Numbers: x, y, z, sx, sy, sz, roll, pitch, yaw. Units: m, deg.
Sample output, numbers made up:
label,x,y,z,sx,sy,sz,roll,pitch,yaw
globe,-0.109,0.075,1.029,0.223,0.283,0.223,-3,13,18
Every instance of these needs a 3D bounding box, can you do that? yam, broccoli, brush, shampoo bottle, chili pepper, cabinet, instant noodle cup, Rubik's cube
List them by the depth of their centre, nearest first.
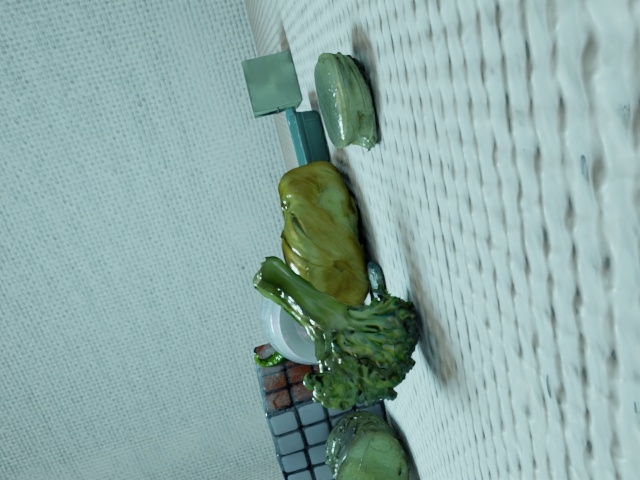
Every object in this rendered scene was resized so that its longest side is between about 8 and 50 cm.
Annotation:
label,x,y,z,sx,sy,sz,roll,pitch,yaw
broccoli,0.006,0.151,0.772,0.177,0.274,0.198,110,179,-58
brush,0.124,0.137,0.998,0.070,0.021,0.196,-123,17,-73
instant noodle cup,-0.029,-0.250,1.275,0.157,0.070,0.179,-128,23,-75
yam,0.117,0.550,1.296,0.271,0.202,0.201,29,-108,-90
shampoo bottle,-0.024,0.204,1.407,0.266,0.273,0.273,169,86,-73
cabinet,-0.148,-0.460,1.546,0.206,0.145,0.150,-132,27,-81
chili pepper,-0.053,0.258,1.569,0.076,0.359,0.085,30,160,41
Rubik's cube,0.003,0.508,1.605,0.344,0.343,0.337,-115,10,-66

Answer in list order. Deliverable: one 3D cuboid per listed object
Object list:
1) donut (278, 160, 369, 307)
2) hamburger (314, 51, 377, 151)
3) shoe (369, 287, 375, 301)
label,x,y,z,sx,sy,sz,roll,pitch,yaw
donut,0.000,0.000,1.127,0.360,0.170,0.360,165,90,-87
hamburger,0.036,-0.197,0.723,0.133,0.062,0.140,-120,17,-58
shoe,0.112,0.182,1.080,0.071,0.049,0.179,-112,8,-62
